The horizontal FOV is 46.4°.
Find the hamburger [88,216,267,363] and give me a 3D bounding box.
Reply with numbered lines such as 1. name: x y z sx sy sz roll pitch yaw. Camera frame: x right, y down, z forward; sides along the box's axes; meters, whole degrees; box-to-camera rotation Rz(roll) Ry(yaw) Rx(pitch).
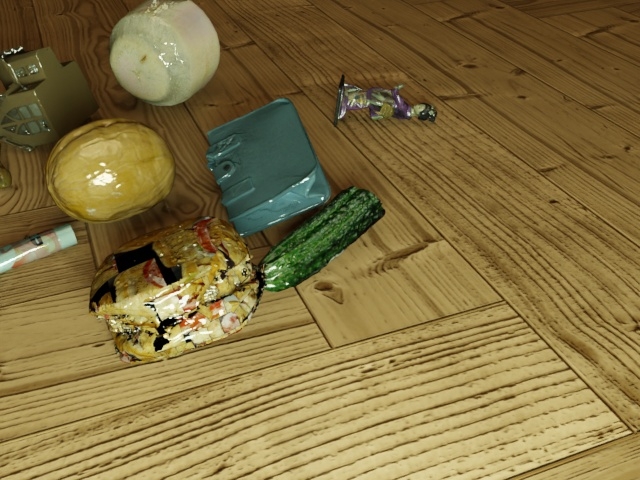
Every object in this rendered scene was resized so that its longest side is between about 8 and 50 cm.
1. hamburger: -0.181 0.052 0.939 0.231 0.107 0.231 -18 28 10

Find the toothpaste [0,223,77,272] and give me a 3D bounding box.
1. toothpaste: -0.457 0.027 1.075 0.205 0.036 0.056 -24 41 -24

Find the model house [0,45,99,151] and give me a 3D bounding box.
1. model house: -0.596 -0.270 1.436 0.248 0.176 0.181 -9 30 18

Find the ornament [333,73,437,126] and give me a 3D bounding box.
1. ornament: 0.127 -0.271 1.456 0.203 0.081 0.088 4 35 8

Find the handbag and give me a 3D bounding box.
1. handbag: -0.094 -0.121 1.190 0.179 0.062 0.229 -23 46 4

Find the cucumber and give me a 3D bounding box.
1. cucumber: 0.001 0.000 1.069 0.077 0.077 0.265 19 41 28

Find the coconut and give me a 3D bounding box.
1. coconut: -0.319 -0.400 1.552 0.224 0.224 0.234 12 48 19

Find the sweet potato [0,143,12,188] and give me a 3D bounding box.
1. sweet potato: -0.580 -0.138 1.308 0.053 0.054 0.182 -24 41 -16

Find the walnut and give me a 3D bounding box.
1. walnut: -0.327 -0.109 1.164 0.197 0.165 0.165 -24 39 -19
